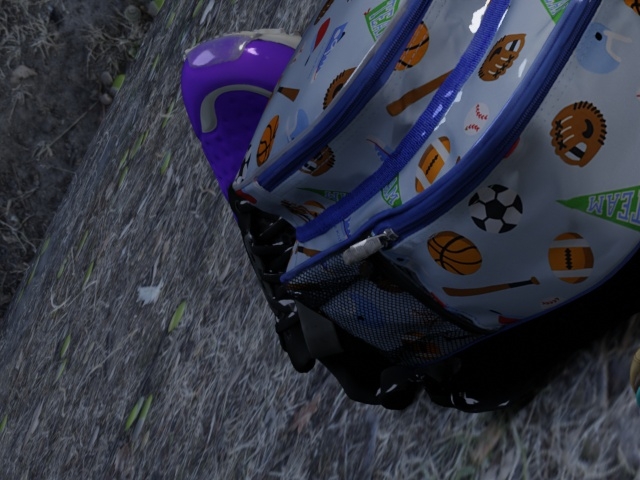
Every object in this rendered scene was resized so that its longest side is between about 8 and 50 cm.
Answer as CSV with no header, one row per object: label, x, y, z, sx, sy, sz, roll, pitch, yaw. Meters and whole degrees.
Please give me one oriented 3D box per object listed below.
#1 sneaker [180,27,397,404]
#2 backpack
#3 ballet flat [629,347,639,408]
sneaker,0.001,0.000,1.076,0.102,0.293,0.146,-12,48,21
backpack,0.098,-0.074,0.926,0.263,0.213,0.276,-19,44,56
ballet flat,0.197,0.020,0.664,0.073,0.080,0.232,-56,11,-26
